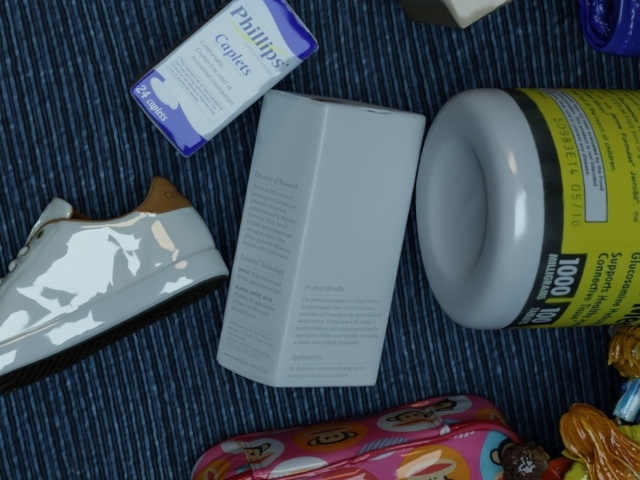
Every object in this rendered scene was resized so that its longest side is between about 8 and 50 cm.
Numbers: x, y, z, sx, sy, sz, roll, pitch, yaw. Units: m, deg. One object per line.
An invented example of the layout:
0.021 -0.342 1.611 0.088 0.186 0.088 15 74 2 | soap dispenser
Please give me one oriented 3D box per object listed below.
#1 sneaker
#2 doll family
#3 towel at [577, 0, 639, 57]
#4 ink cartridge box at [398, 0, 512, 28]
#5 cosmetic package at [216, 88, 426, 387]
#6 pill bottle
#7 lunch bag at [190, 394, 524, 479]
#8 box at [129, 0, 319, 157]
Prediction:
-0.227 0.042 1.392 0.290 0.106 0.123 -26 81 -3 | sneaker
0.257 0.158 1.395 0.263 0.118 0.163 -45 118 -33 | doll family
0.334 -0.257 1.365 0.308 0.076 0.228 -1 103 -32 | towel
0.065 -0.283 1.315 0.088 0.193 0.235 -32 101 -1 | ink cartridge box
0.000 0.000 1.388 0.117 0.085 0.231 5 99 -43 | cosmetic package
0.260 -0.027 1.363 0.333 0.188 0.188 -1 100 -18 | pill bottle
0.043 0.279 1.449 0.293 0.120 0.258 -12 105 -6 | lunch bag
-0.078 -0.139 1.354 0.137 0.126 0.072 -40 100 1 | box
